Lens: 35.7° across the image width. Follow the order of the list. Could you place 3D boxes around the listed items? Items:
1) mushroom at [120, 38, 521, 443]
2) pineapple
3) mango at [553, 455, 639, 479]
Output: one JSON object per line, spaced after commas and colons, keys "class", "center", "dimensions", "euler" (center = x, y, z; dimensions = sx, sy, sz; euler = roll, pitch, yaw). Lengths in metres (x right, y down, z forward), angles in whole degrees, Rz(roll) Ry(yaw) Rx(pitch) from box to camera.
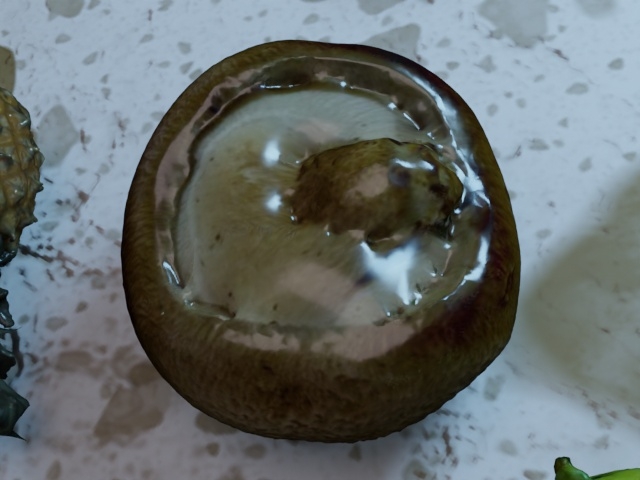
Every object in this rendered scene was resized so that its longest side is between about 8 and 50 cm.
{"class": "mushroom", "center": [0.000, 0.000, 0.592], "dimensions": [0.253, 0.153, 0.253], "euler": [-4, 63, 8]}
{"class": "pineapple", "center": [-0.243, 0.017, 0.661], "dimensions": [0.128, 0.128, 0.248], "euler": [-13, 65, 6]}
{"class": "mango", "center": [0.161, 0.276, 0.390], "dimensions": [0.225, 0.201, 0.382], "euler": [-30, 73, 4]}
